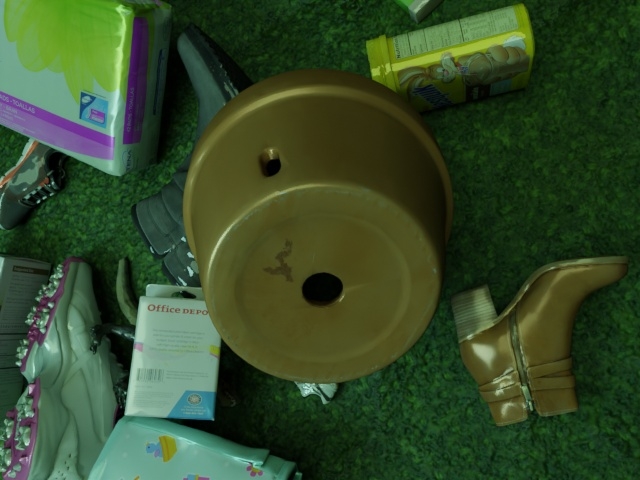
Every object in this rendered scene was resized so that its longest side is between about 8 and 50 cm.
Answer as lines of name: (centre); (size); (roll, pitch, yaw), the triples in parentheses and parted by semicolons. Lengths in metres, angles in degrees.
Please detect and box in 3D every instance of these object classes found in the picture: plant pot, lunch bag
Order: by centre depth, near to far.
plant pot: (0.000, 0.000, 0.589); (0.291, 0.203, 0.290); (-1, 118, -1)
lunch bag: (-0.148, 0.339, 0.676); (0.224, 0.160, 0.262); (12, 91, 18)

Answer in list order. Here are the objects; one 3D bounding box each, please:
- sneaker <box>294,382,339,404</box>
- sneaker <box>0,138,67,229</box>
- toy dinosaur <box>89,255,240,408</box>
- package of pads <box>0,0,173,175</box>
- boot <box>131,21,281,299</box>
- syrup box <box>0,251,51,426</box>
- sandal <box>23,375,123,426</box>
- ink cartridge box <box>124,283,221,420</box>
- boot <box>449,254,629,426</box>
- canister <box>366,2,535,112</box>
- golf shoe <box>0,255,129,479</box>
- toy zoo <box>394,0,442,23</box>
sneaker: (-0.021, 0.171, 0.729); (0.083, 0.032, 0.036); (20, 88, 18)
sneaker: (-0.411, -0.080, 0.866); (0.065, 0.061, 0.157); (28, 91, 12)
toy dinosaur: (-0.220, 0.135, 0.759); (0.268, 0.118, 0.064); (44, 129, 19)
package of pads: (-0.346, -0.245, 0.805); (0.297, 0.101, 0.229); (22, 117, 17)
boot: (-0.159, -0.096, 0.769); (0.223, 0.118, 0.338); (-33, 71, 14)
syrup box: (-0.463, 0.132, 0.829); (0.093, 0.096, 0.236); (10, 86, 18)
sandal: (-0.342, 0.219, 0.810); (0.179, 0.040, 0.067); (28, 89, 18)
ink cartridge box: (-0.158, 0.124, 0.676); (0.092, 0.090, 0.143); (6, 74, -9)
boot: (0.249, 0.105, 0.642); (0.197, 0.073, 0.152); (-23, 75, 24)
canister: (0.147, -0.199, 0.687); (0.170, 0.126, 0.073); (-11, 79, 13)
golf shoe: (-0.310, 0.162, 0.771); (0.115, 0.140, 0.306); (-39, 44, 36)
toy zoo: (0.098, -0.446, 0.786); (0.192, 0.030, 0.293); (-43, 73, 6)
